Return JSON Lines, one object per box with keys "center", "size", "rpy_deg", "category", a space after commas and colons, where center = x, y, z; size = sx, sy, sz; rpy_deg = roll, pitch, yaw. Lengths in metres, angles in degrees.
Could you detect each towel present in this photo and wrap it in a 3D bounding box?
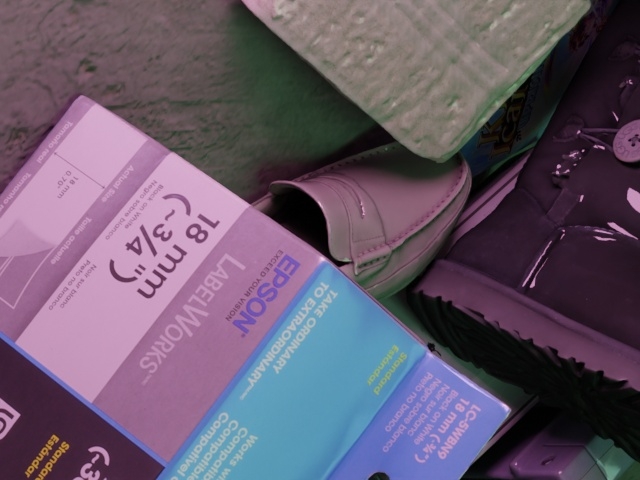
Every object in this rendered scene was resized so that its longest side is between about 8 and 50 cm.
{"center": [0.074, -0.178, 1.392], "size": [0.187, 0.049, 0.282], "rpy_deg": [-47, 141, 4], "category": "towel"}

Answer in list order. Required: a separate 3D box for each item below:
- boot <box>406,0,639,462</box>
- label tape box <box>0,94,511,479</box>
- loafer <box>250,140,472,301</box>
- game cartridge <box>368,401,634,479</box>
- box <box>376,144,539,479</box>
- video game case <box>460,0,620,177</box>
{"center": [0.336, -0.044, 1.511], "size": [0.445, 0.367, 0.146], "rpy_deg": [-51, 150, -17], "category": "boot"}
{"center": [-0.090, 0.093, 1.183], "size": [0.240, 0.334, 0.106], "rpy_deg": [-53, 151, -7], "category": "label tape box"}
{"center": [0.000, 0.000, 1.457], "size": [0.319, 0.112, 0.111], "rpy_deg": [-36, 154, -31], "category": "loafer"}
{"center": [0.191, 0.148, 1.723], "size": [0.230, 0.355, 0.068], "rpy_deg": [-46, 106, -24], "category": "game cartridge"}
{"center": [0.132, 0.067, 1.635], "size": [0.290, 0.169, 0.087], "rpy_deg": [-39, -178, -20], "category": "box"}
{"center": [0.190, -0.203, 1.591], "size": [0.244, 0.061, 0.269], "rpy_deg": [-28, 141, -39], "category": "video game case"}
